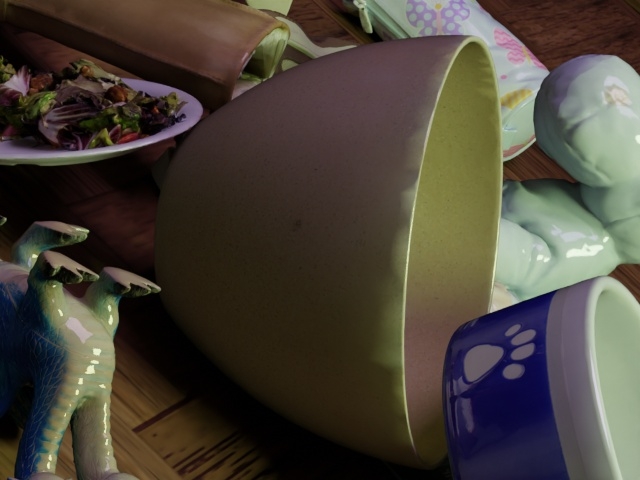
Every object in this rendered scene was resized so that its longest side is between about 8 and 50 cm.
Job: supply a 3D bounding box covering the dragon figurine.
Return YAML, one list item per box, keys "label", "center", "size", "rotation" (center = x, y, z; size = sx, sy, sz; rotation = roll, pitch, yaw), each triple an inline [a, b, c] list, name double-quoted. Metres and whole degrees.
- label: "dragon figurine"
  center: [-0.174, 0.060, 1.082]
  size: [0.085, 0.144, 0.289]
  rotation: [14, 13, -47]

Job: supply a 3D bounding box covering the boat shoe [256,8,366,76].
- label: "boat shoe"
  center: [-0.015, -0.132, 1.793]
  size: [0.257, 0.095, 0.095]
  rotation: [12, 68, -56]

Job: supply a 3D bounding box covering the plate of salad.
- label: "plate of salad"
  center: [-0.178, -0.092, 1.316]
  size: [0.200, 0.048, 0.200]
  rotation: [-1, 19, 0]

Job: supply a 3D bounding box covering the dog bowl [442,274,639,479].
- label: "dog bowl"
  center: [0.179, 0.162, 1.296]
  size: [0.265, 0.104, 0.265]
  rotation: [52, 28, -42]

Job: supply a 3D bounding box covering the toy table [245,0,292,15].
- label: "toy table"
  center: [-0.071, -0.334, 1.912]
  size: [0.161, 0.252, 0.274]
  rotation: [14, 37, -18]

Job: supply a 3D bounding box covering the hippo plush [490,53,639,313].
- label: "hippo plush"
  center: [0.195, -0.008, 1.548]
  size: [0.294, 0.236, 0.234]
  rotation: [54, 19, -6]

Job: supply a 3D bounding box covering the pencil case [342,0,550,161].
- label: "pencil case"
  center: [0.144, -0.210, 2.162]
  size: [0.273, 0.113, 0.124]
  rotation: [47, 32, 21]

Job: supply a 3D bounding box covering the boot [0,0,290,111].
- label: "boot"
  center: [-0.151, -0.186, 1.516]
  size: [0.269, 0.089, 0.236]
  rotation: [19, 31, 10]

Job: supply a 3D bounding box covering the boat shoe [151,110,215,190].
- label: "boat shoe"
  center: [-0.008, -0.063, 1.610]
  size: [0.116, 0.097, 0.324]
  rotation: [49, 22, 22]

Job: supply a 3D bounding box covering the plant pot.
- label: "plant pot"
  center: [0.000, 0.000, 1.318]
  size: [0.191, 0.284, 0.284]
  rotation: [5, 14, 16]

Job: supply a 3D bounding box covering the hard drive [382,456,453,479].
- label: "hard drive"
  center: [0.074, 0.150, 1.414]
  size: [0.135, 0.022, 0.094]
  rotation: [48, 22, 21]
